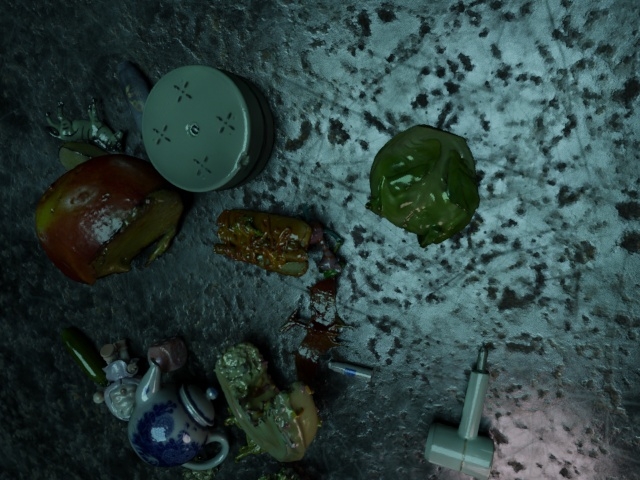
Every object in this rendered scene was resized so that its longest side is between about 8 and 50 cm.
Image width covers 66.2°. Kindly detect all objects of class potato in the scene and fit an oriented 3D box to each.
[{"bbox_3d":[-0.732,-0.254,1.561,0.171,0.089,0.101,18,126,-15],"label":"potato"}]

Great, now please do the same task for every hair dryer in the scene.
[{"bbox_3d":[0.395,0.441,1.312,0.172,0.107,0.358,12,95,15],"label":"hair dryer"}]

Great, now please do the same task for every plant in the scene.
[{"bbox_3d":[-0.408,0.754,1.646,0.116,0.105,0.122,-21,61,-13],"label":"plant"}]

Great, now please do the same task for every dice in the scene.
[{"bbox_3d":[-0.491,0.368,1.579,0.093,0.091,0.094,-11,97,20],"label":"dice"}]

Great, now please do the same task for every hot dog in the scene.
[{"bbox_3d":[-0.169,-0.001,1.344,0.348,0.117,0.159,14,107,37],"label":"hot dog"}]

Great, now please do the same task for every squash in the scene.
[{"bbox_3d":[-0.817,0.406,1.707,0.069,0.069,0.258,-43,85,20],"label":"squash"}]

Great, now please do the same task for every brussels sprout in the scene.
[{"bbox_3d":[0.245,-0.132,1.177,0.259,0.227,0.295,14,97,0],"label":"brussels sprout"}]

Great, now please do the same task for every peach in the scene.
[{"bbox_3d":[-0.588,-0.065,1.399,0.415,0.339,0.354,-8,102,17],"label":"peach"}]

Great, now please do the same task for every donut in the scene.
[{"bbox_3d":[-0.141,0.462,1.387,0.371,0.150,0.308,20,130,46],"label":"donut"}]

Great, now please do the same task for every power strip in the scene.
[{"bbox_3d":[-0.316,-0.311,1.358,0.357,0.161,0.358,3,100,19],"label":"power strip"}]

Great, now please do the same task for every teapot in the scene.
[{"bbox_3d":[-0.434,0.547,1.519,0.280,0.252,0.424,-36,109,-8],"label":"teapot"}]

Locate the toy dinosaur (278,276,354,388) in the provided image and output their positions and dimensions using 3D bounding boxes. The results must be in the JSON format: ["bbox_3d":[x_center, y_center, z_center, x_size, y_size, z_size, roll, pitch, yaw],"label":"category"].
[{"bbox_3d":[-0.007,0.252,1.388,0.206,0.113,0.327,40,106,3],"label":"toy dinosaur"}]

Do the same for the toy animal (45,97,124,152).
[{"bbox_3d":[-0.724,-0.341,1.512,0.216,0.073,0.176,-13,82,-18],"label":"toy animal"}]

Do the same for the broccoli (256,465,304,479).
[{"bbox_3d":[-0.135,0.862,1.471,0.338,0.318,0.277,-35,72,-18],"label":"broccoli"}]

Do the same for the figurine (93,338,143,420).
[{"bbox_3d":[-0.649,0.469,1.627,0.200,0.133,0.276,-16,89,-15],"label":"figurine"}]

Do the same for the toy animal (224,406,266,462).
[{"bbox_3d":[-0.219,0.600,1.553,0.136,0.073,0.182,-22,81,13],"label":"toy animal"}]

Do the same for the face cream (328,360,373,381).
[{"bbox_3d":[0.086,0.375,1.420,0.129,0.034,0.034,12,104,16],"label":"face cream"}]

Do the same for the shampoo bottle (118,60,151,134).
[{"bbox_3d":[-0.537,-0.420,1.468,0.087,0.049,0.234,-22,93,18],"label":"shampoo bottle"}]

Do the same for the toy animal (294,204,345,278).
[{"bbox_3d":[0.000,0.000,1.360,0.103,0.100,0.208,-34,85,-18],"label":"toy animal"}]
